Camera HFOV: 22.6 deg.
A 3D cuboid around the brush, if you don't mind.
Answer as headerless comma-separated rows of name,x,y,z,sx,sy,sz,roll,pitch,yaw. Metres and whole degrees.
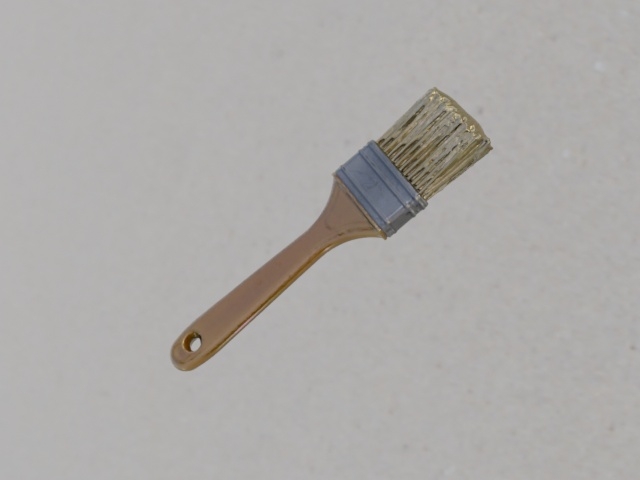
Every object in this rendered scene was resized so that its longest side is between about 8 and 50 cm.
brush,0.000,0.000,0.695,0.170,0.014,0.043,-41,56,4
